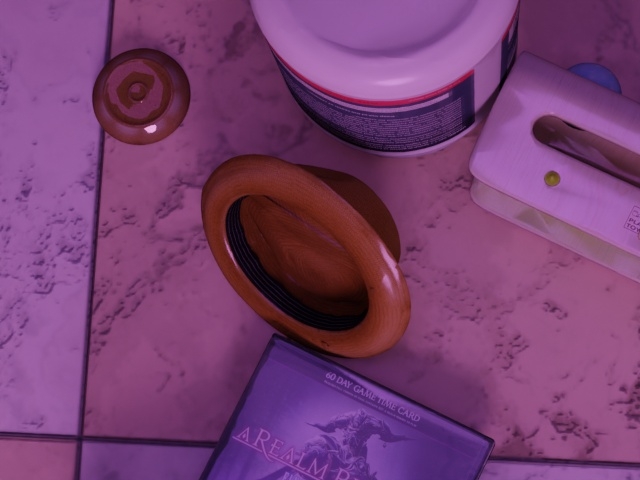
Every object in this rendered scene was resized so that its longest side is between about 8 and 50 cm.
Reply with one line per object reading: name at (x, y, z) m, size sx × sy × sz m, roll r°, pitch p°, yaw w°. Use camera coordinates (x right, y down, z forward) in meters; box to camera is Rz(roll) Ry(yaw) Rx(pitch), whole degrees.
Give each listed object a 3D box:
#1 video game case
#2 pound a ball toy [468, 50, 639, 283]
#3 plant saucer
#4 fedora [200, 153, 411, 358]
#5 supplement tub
video game case at (-0.011, 0.236, 1.277) m, size 0.196 × 0.026 × 0.274 m, roll 25°, pitch 82°, yaw 9°
pound a ball toy at (0.276, -0.038, 1.219) m, size 0.319 × 0.208 × 0.136 m, roll 25°, pitch 84°, yaw 9°
plant saucer at (-0.150, -0.121, 1.369) m, size 0.083 × 0.015 × 0.083 m, roll -1°, pitch 81°, yaw 5°
fedora at (0.000, 0.000, 1.285) m, size 0.194 × 0.194 × 0.079 m, roll 35°, pitch 50°, yaw 10°
supplement tub at (0.054, -0.170, 1.227) m, size 0.191 × 0.272 × 0.191 m, roll -1°, pitch 81°, yaw 5°
